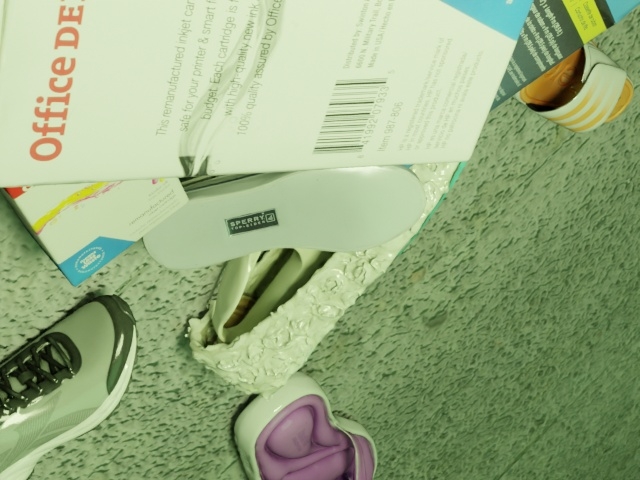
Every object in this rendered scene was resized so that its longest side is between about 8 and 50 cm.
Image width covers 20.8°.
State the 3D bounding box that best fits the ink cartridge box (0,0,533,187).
[{"bbox_3d":[-0.056,-0.197,1.274,0.395,0.166,0.285,-4,141,-20],"label":"ink cartridge box"}]

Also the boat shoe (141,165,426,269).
[{"bbox_3d":[-0.037,-0.034,1.650,0.267,0.088,0.096,-13,116,1],"label":"boat shoe"}]

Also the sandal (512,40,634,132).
[{"bbox_3d":[0.317,-0.170,2.015,0.102,0.076,0.265,-53,150,18],"label":"sandal"}]

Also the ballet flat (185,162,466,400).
[{"bbox_3d":[0.000,0.000,1.804,0.147,0.147,0.409,7,125,-55],"label":"ballet flat"}]

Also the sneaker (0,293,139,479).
[{"bbox_3d":[-0.285,0.156,1.686,0.271,0.100,0.108,-44,147,3],"label":"sneaker"}]

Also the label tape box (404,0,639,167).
[{"bbox_3d":[0.139,-0.219,1.608,0.347,0.115,0.249,-37,159,7],"label":"label tape box"}]

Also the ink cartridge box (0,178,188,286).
[{"bbox_3d":[-0.212,-0.074,1.482,0.134,0.078,0.231,-38,151,-9],"label":"ink cartridge box"}]

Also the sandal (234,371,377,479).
[{"bbox_3d":[-0.008,0.296,2.215,0.169,0.102,0.416,-41,152,-2],"label":"sandal"}]
